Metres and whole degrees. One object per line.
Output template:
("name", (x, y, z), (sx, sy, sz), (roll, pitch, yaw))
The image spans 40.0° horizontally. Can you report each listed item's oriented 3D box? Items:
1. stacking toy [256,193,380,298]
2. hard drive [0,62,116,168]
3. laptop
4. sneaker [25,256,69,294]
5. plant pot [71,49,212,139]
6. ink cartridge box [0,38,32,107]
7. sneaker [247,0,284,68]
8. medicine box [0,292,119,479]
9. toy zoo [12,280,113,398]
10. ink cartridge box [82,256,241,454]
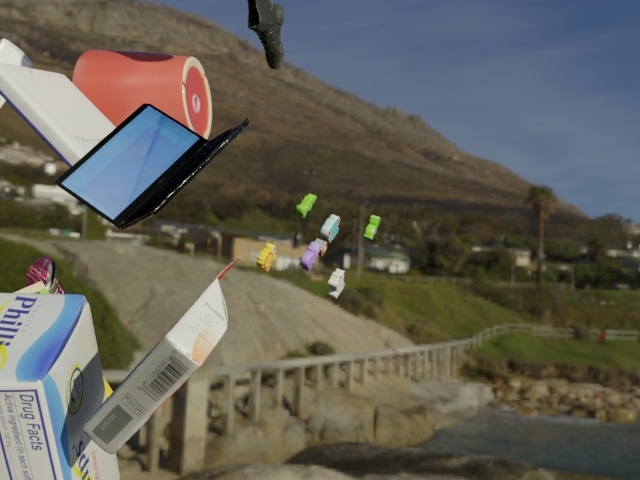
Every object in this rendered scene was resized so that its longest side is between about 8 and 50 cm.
("stacking toy", (0.000, 0.000, 1.705), (0.167, 0.221, 0.052), (20, -38, 18))
("hard drive", (-0.468, -0.216, 1.683), (0.318, 0.040, 0.210), (44, 19, 17))
("laptop", (-0.283, -0.144, 1.461), (0.136, 0.234, 0.264), (48, -26, -14))
("sneaker", (-0.524, 0.099, 1.708), (0.063, 0.170, 0.074), (32, 35, 30))
("plant pot", (-0.387, -0.301, 1.970), (0.243, 0.275, 0.275), (-3, -7, 11))
("ink cartridge box", (-0.832, -0.265, 1.960), (0.091, 0.385, 0.308), (44, -22, -31))
("sneaker", (-0.126, -0.462, 1.929), (0.089, 0.170, 0.051), (-10, 19, -43))
("medicine box", (-0.378, 0.199, 0.901), (0.289, 0.264, 0.149), (1, 30, 2))
("toy zoo", (-0.432, 0.221, 1.334), (0.192, 0.293, 0.030), (-28, -10, -42))
("ink cartridge box", (-0.134, 0.105, 0.833), (0.145, 0.045, 0.179), (-46, 2, 26))
